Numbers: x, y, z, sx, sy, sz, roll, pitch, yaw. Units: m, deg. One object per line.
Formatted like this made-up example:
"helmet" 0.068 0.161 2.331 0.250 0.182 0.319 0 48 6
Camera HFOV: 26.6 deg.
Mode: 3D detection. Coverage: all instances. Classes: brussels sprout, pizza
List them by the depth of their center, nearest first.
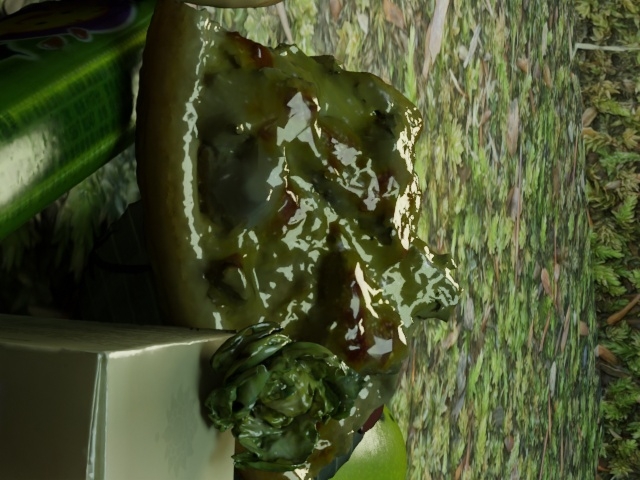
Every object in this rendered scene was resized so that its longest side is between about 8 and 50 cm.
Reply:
"brussels sprout" -0.028 0.079 0.729 0.085 0.058 0.085 -25 131 -33
"pizza" 0.000 0.000 0.835 0.223 0.089 0.323 -17 100 -37

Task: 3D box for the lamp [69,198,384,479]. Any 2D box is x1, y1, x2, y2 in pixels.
"lamp" -0.059 0.070 0.980 0.233 0.233 0.265 -44 120 -62

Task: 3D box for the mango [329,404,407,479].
"mango" -0.018 0.203 1.263 0.293 0.143 0.175 32 62 -56

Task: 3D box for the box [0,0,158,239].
"box" -0.196 -0.051 0.746 0.345 0.134 0.097 -50 136 -60

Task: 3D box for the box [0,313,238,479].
"box" -0.170 0.089 0.718 0.168 0.212 0.095 8 86 -70

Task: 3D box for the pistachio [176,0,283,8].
"pistachio" -0.102 -0.285 0.837 0.230 0.230 0.308 -50 123 -59
